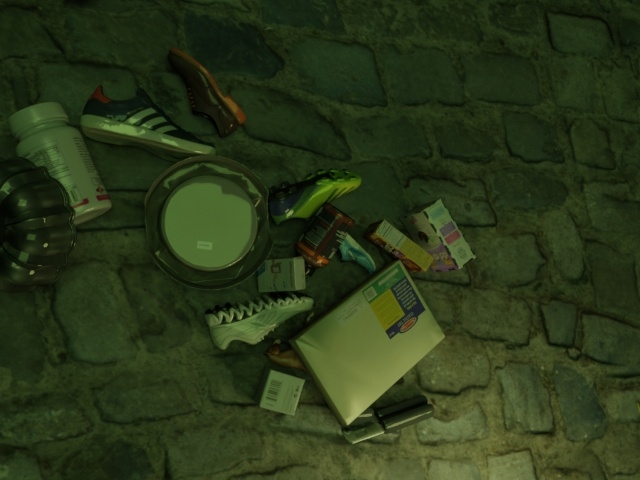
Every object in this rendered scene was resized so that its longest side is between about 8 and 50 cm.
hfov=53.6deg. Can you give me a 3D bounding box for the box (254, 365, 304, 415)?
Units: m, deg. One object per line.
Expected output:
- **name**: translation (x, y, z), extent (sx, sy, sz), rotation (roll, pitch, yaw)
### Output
- **box**: translation (-0.110, 0.400, 1.690), extent (0.102, 0.087, 0.101), rotation (20, 80, -14)

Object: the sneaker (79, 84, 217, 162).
- **sneaker**: translation (-0.431, -0.308, 1.646), extent (0.350, 0.131, 0.148), rotation (15, 74, -19)

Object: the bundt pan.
- **bundt pan**: translation (-0.736, -0.027, 1.451), extent (0.330, 0.124, 0.331), rotation (2, 99, 13)

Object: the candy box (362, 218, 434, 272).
- **candy box**: translation (0.221, 0.019, 1.811), extent (0.186, 0.109, 0.053), rotation (38, 76, -9)

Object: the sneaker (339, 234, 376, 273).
- **sneaker**: translation (0.090, 0.042, 1.805), extent (0.162, 0.063, 0.073), rotation (43, 89, -1)

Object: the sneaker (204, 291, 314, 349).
- **sneaker**: translation (-0.157, 0.209, 1.694), extent (0.292, 0.110, 0.118), rotation (-12, 96, -9)

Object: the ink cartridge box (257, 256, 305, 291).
- **ink cartridge box**: translation (-0.106, 0.092, 1.702), extent (0.122, 0.052, 0.089), rotation (-6, 87, 28)

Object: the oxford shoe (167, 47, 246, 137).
- **oxford shoe**: translation (-0.324, -0.396, 1.702), extent (0.098, 0.097, 0.271), rotation (-45, 98, -9)

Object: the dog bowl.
- **dog bowl**: translation (-0.294, -0.043, 1.672), extent (0.348, 0.102, 0.349), rotation (1, 84, -15)

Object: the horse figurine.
- **horse figurine**: translation (-0.003, 0.324, 1.741), extent (0.263, 0.066, 0.174), rotation (41, 68, -6)

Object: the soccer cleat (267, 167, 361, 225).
- **soccer cleat**: translation (-0.017, -0.122, 1.782), extent (0.289, 0.093, 0.121), rotation (-18, 120, -21)

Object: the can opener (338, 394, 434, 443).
- **can opener**: translation (0.186, 0.492, 1.765), extent (0.280, 0.074, 0.093), rotation (-10, 124, -19)

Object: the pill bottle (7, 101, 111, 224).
- **pill bottle**: translation (-0.641, -0.182, 1.554), extent (0.160, 0.160, 0.283), rotation (-24, 92, -17)

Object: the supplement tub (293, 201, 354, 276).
- **supplement tub**: translation (0.000, 0.000, 1.738), extent (0.106, 0.106, 0.198), rotation (34, 93, -11)

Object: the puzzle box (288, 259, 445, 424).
- **puzzle box**: translation (0.139, 0.271, 1.747), extent (0.409, 0.052, 0.272), rotation (-34, 97, -28)

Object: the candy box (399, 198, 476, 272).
- **candy box**: translation (0.333, -0.011, 1.817), extent (0.070, 0.165, 0.196), rotation (-34, 95, -17)
